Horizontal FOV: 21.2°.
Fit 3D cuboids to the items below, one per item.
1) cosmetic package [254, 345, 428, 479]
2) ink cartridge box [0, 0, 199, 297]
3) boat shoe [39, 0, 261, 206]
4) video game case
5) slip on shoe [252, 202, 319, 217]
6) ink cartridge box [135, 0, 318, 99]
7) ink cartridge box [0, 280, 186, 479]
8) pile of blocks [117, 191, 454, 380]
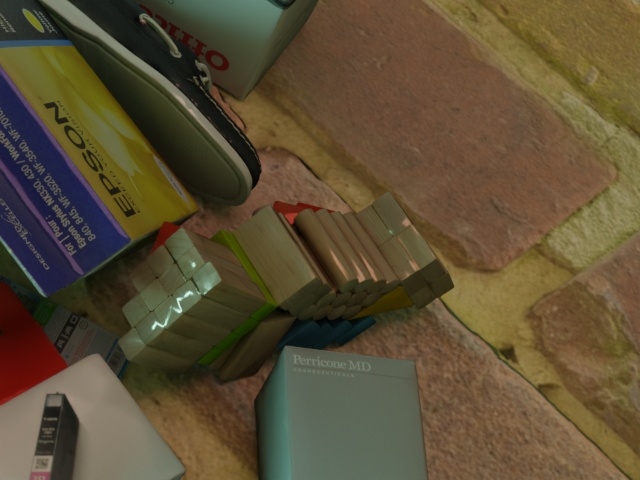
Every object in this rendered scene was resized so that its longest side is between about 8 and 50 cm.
[{"bbox_3d":[0.019,0.214,1.416,0.127,0.107,0.238,6,56,-17],"label":"cosmetic package"},{"bbox_3d":[-0.246,-0.112,1.417,0.304,0.072,0.307,53,10,-1],"label":"ink cartridge box"},{"bbox_3d":[-0.157,-0.156,1.614,0.302,0.114,0.091,43,55,10],"label":"boat shoe"},{"bbox_3d":[-0.252,0.096,1.441,0.166,0.015,0.119,27,49,-3],"label":"video game case"},{"bbox_3d":[0.000,0.000,1.611,0.135,0.051,0.041,16,61,-21],"label":"slip on shoe"},{"bbox_3d":[-0.099,-0.365,1.616,0.285,0.395,0.166,32,50,2],"label":"ink cartridge box"},{"bbox_3d":[-0.283,0.162,1.333,0.275,0.060,0.239,-29,73,-34],"label":"ink cartridge box"},{"bbox_3d":[-0.042,0.030,1.511,0.362,0.149,0.113,-5,52,-44],"label":"pile of blocks"}]
